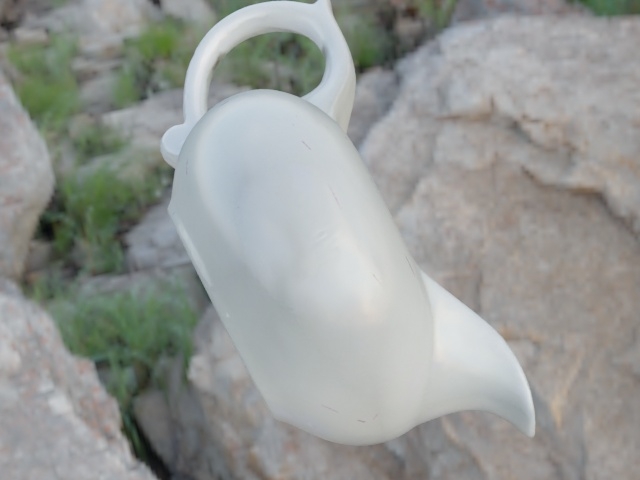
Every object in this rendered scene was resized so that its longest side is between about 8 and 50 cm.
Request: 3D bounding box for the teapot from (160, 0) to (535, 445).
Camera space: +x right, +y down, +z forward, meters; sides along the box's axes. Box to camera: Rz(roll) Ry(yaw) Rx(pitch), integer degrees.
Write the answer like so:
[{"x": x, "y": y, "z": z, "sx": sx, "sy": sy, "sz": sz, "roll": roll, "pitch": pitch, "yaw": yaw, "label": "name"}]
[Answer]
[{"x": 0.000, "y": 0.000, "z": 0.892, "sx": 0.139, "sy": 0.204, "sz": 0.298, "roll": -27, "pitch": 74, "yaw": -1, "label": "teapot"}]
